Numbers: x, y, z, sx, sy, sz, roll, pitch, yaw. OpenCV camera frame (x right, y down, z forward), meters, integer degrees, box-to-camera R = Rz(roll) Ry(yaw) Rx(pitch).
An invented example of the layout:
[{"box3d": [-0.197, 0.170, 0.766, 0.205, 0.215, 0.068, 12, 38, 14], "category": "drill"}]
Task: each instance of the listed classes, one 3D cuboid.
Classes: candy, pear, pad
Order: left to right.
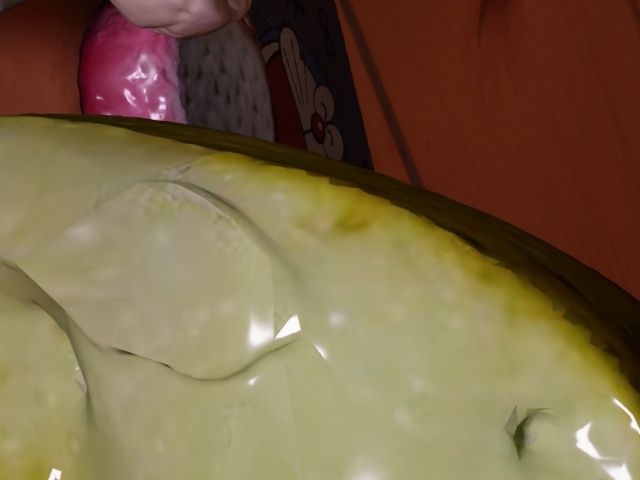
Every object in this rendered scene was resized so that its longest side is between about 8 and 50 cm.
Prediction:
[{"box3d": [-0.054, -0.053, 0.730, 0.103, 0.043, 0.103, -12, 90, -67], "category": "candy"}, {"box3d": [0.000, 0.000, 0.873, 0.170, 0.006, 0.245, -29, 107, -65], "category": "pad"}, {"box3d": [0.023, 0.123, 0.521, 0.238, 0.318, 0.342, -2, 85, -61], "category": "pear"}]

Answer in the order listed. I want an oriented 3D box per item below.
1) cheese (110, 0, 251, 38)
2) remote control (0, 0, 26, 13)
[{"box3d": [-0.064, -0.166, 0.662, 0.065, 0.043, 0.194, -11, 89, -66], "category": "cheese"}, {"box3d": [-0.087, -0.168, 0.706, 0.285, 0.038, 0.123, -43, 119, -62], "category": "remote control"}]
